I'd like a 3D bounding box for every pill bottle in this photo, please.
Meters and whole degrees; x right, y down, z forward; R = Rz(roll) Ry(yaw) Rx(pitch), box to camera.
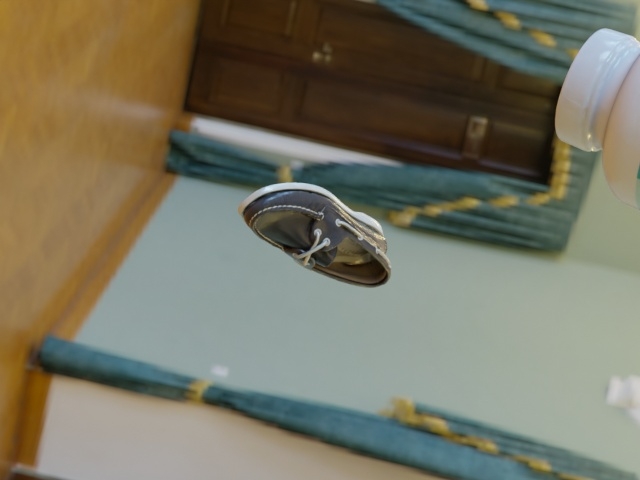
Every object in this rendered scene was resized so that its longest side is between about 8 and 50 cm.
[{"bbox_3d":[0.305,-0.067,0.935,0.146,0.264,0.146,-40,144,-38],"label":"pill bottle"}]

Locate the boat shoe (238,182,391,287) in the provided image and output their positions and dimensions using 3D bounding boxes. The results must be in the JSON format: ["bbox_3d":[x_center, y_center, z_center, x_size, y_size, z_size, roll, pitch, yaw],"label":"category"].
[{"bbox_3d":[0.000,0.000,0.794,0.125,0.046,0.038,25,38,-51],"label":"boat shoe"}]
